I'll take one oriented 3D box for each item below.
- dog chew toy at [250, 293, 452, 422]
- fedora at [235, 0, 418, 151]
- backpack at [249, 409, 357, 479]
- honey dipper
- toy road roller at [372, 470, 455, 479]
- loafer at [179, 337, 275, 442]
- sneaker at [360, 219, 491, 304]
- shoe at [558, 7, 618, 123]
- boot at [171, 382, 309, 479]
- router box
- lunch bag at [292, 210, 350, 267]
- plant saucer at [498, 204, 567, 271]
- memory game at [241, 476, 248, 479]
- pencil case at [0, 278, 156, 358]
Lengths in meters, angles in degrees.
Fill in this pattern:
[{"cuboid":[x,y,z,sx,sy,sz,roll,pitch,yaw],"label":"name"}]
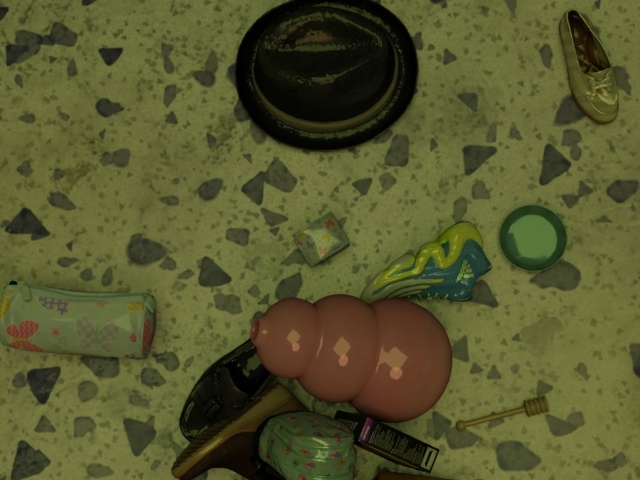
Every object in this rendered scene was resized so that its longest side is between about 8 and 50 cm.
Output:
[{"cuboid":[0.046,0.180,1.830,0.331,0.206,0.207,14,80,-22],"label":"dog chew toy"},{"cuboid":[0.007,-0.317,1.981,0.334,0.152,0.334,-1,81,4],"label":"fedora"},{"cuboid":[-0.018,0.332,1.763,0.151,0.182,0.115,-6,102,-22],"label":"backpack"},{"cuboid":[0.311,0.301,1.921,0.160,0.030,0.031,-16,80,3],"label":"honey dipper"},{"cuboid":[0.088,0.500,1.774,0.329,0.240,0.203,6,101,2],"label":"toy road roller"},{"cuboid":[-0.133,0.228,1.926,0.302,0.095,0.109,-44,80,-4],"label":"loafer"},{"cuboid":[0.192,0.071,1.936,0.240,0.091,0.126,-34,81,-3],"label":"sneaker"},{"cuboid":[0.476,-0.313,1.998,0.076,0.058,0.219,-18,80,1],"label":"shoe"},{"cuboid":[-0.100,0.383,1.868,0.248,0.090,0.207,-34,99,-16],"label":"boot"},{"cuboid":[0.100,0.328,1.837,0.133,0.179,0.046,26,79,-11],"label":"router box"},{"cuboid":[0.000,0.000,1.979,0.083,0.053,0.071,-31,82,-12],"label":"lunch bag"},{"cuboid":[0.373,-0.003,1.971,0.119,0.021,0.119,-1,80,3],"label":"plant saucer"},{"cuboid":[-0.107,0.490,1.923,0.186,0.012,0.186,-1,80,3],"label":"memory game"},{"cuboid":[-0.421,0.136,1.950,0.273,0.113,0.124,6,103,4],"label":"pencil case"}]
